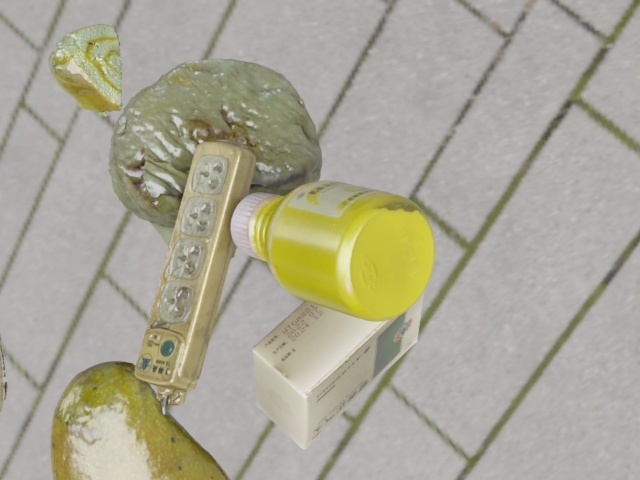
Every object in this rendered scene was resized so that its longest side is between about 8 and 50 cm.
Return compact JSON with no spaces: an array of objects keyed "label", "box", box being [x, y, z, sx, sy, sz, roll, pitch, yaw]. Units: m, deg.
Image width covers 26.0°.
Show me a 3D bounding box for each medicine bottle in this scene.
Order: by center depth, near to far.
[{"label":"medicine bottle","box":[0.000,0.000,1.347,0.212,0.122,0.122,16,111,49]}]

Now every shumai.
[{"label":"shumai","box":[-0.138,-0.083,1.647,0.218,0.256,0.189,118,139,-55]}]

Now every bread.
[{"label":"bread","box":[-0.397,-0.286,2.328,0.103,0.110,0.156,-22,72,46]}]

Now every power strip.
[{"label":"power strip","box":[-0.130,0.031,1.436,0.064,0.044,0.305,8,79,33]}]

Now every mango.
[{"label":"mango","box":[-0.197,0.292,1.542,0.329,0.176,0.175,56,161,-24]}]

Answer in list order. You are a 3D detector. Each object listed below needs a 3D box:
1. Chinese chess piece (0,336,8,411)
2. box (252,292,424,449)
[{"label":"Chinese chess piece","box":[-0.372,0.063,1.301,0.097,0.251,0.251,-14,94,-6]},{"label":"box","box":[0.022,0.129,1.691,0.095,0.212,0.168,40,157,18]}]
